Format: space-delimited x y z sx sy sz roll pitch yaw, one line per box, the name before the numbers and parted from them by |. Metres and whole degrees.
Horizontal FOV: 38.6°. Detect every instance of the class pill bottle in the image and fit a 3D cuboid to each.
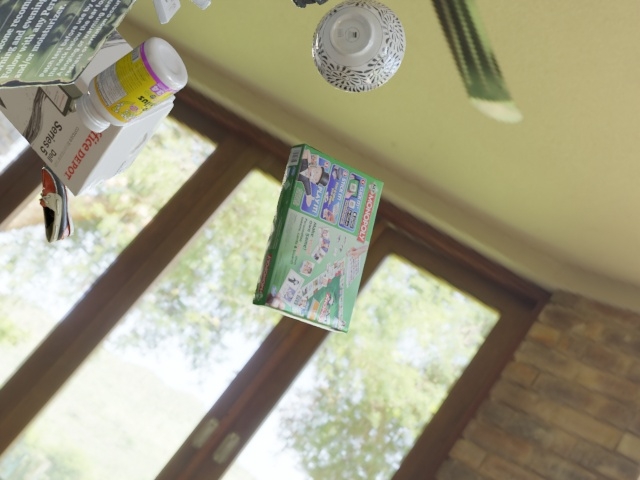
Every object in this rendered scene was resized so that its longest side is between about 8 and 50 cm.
pill bottle | -0.145 -0.115 0.692 0.083 0.043 0.043 -28 -62 22

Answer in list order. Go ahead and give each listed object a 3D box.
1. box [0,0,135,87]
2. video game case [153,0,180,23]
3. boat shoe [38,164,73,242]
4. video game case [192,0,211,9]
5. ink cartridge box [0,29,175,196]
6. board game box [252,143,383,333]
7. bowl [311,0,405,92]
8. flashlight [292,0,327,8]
box | -0.427 -0.381 0.730 0.297 0.471 0.480 -43 -104 31
video game case | -0.288 -0.476 1.622 0.143 0.019 0.157 -87 164 -65
boat shoe | -0.446 -0.061 1.523 0.049 0.043 0.137 24 -52 39
video game case | -0.254 -0.483 1.471 0.023 0.201 0.183 -36 -48 25
ink cartridge box | -0.369 -0.231 1.324 0.273 0.115 0.198 49 -44 1
board game box | 0.000 0.000 1.771 0.213 0.317 0.046 23 -15 -37
bowl | 0.059 -0.349 1.584 0.170 0.170 0.080 34 3 11
flashlight | -0.067 -0.511 1.461 0.103 0.103 0.304 34 -12 40
